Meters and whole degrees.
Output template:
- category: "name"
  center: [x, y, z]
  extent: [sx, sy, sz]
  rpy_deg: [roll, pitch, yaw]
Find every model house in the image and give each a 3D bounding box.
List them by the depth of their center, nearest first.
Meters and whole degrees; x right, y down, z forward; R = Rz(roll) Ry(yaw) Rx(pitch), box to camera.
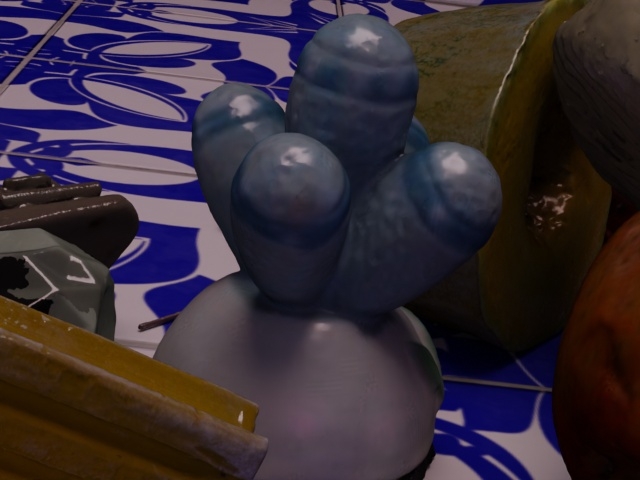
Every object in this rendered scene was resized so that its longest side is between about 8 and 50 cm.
- category: "model house"
  center: [-0.291, 0.009, 1.155]
  extent: [0.229, 0.122, 0.188]
  rpy_deg: [-14, 23, -34]

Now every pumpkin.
- category: "pumpkin"
  center: [0.135, -0.069, 1.279]
  extent: [0.199, 0.332, 0.332]
  rpy_deg: [9, 18, 27]

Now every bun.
- category: "bun"
  center: [0.350, -0.099, 1.126]
  extent: [0.234, 0.362, 0.326]
  rpy_deg: [-40, 36, -5]

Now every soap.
- category: "soap"
  center: [-0.163, 0.121, 0.799]
  extent: [0.232, 0.140, 0.073]
  rpy_deg: [25, 16, -19]

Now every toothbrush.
- category: "toothbrush"
  center: [-0.126, 0.068, 1.223]
  extent: [0.008, 0.006, 0.097]
  rpy_deg: [26, 27, 34]

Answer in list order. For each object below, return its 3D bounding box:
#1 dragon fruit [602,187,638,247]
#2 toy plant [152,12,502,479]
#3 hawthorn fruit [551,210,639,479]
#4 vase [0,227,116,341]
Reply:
- category: "dragon fruit"
  center: [0.449, 0.008, 1.502]
  extent: [0.286, 0.228, 0.329]
  rpy_deg: [48, 10, 13]
- category: "toy plant"
  center: [0.000, 0.000, 0.981]
  extent: [0.247, 0.332, 0.247]
  rpy_deg: [9, 18, -3]
- category: "hawthorn fruit"
  center: [0.272, 0.114, 0.902]
  extent: [0.298, 0.277, 0.277]
  rpy_deg: [-30, 38, -32]
- category: "vase"
  center: [-0.330, 0.064, 0.954]
  extent: [0.360, 0.165, 0.165]
  rpy_deg: [4, 20, -1]
